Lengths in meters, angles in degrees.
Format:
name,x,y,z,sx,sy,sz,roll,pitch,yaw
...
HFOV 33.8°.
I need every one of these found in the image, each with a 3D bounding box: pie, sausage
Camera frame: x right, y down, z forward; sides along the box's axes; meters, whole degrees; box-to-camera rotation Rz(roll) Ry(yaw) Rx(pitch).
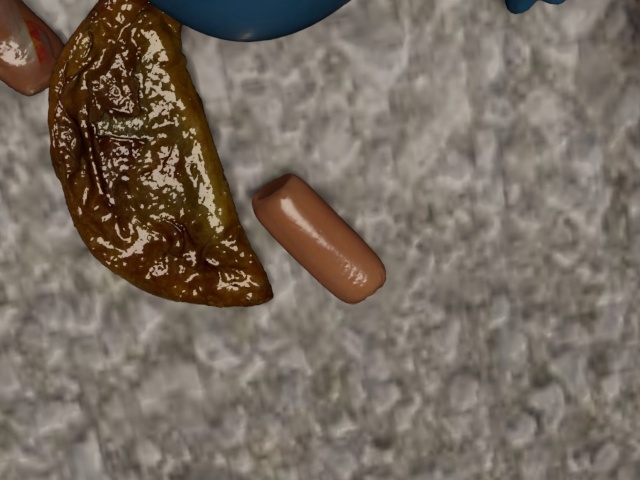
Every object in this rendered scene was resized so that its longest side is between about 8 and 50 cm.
name,x,y,z,sx,sy,sz,roll,pitch,yaw
pie,-0.092,-0.044,0.539,0.088,0.033,0.191,-19,107,-10
sausage,0.000,0.000,0.561,0.034,0.034,0.083,-43,105,6
sausage,-0.182,-0.148,0.506,0.040,0.047,0.176,-21,107,33

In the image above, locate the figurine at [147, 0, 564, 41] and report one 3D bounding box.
name,x,y,z,sx,sy,sz,roll,pitch,yaw
figurine,0.083,-0.249,0.435,0.416,0.243,0.298,-35,115,25
